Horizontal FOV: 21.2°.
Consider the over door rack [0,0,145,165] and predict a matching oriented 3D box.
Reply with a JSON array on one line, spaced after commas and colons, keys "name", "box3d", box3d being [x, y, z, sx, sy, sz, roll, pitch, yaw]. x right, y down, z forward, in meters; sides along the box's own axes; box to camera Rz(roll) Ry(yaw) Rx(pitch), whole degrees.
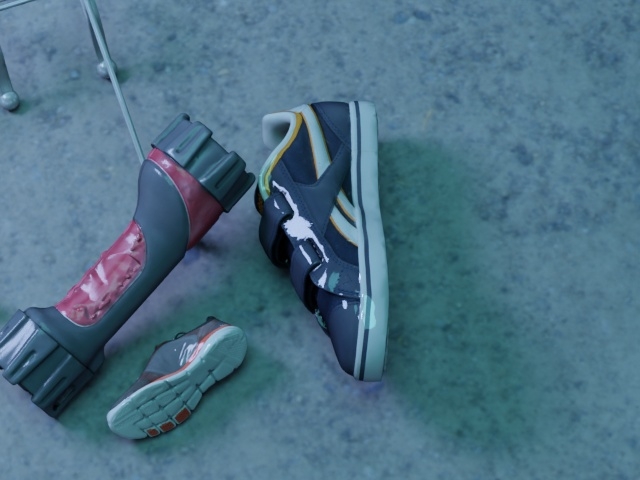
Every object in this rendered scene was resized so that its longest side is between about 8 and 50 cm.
[{"name": "over door rack", "box3d": [-0.311, -0.120, 1.762, 0.240, 0.108, 0.324, -19, 78, -9]}]

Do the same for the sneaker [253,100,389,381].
[{"name": "sneaker", "box3d": [0.000, 0.000, 1.674, 0.128, 0.126, 0.321, 0, 51, -4]}]

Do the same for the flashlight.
[{"name": "flashlight", "box3d": [-0.197, 0.019, 1.643, 0.103, 0.103, 0.304, 40, 82, 22]}]

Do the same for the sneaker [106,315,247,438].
[{"name": "sneaker", "box3d": [-0.145, 0.131, 1.653, 0.158, 0.061, 0.065, -35, 40, -17]}]
